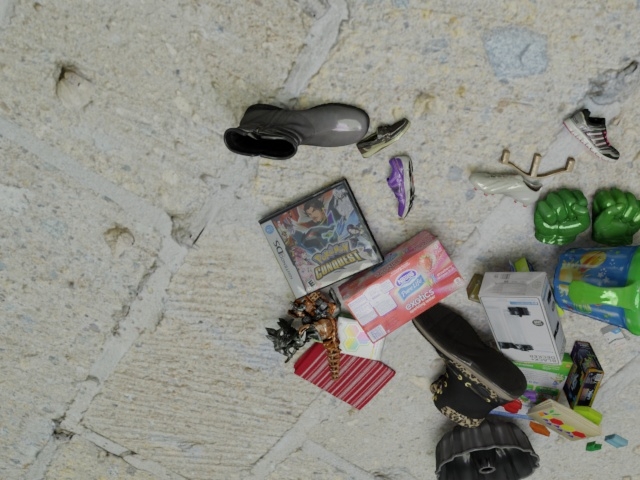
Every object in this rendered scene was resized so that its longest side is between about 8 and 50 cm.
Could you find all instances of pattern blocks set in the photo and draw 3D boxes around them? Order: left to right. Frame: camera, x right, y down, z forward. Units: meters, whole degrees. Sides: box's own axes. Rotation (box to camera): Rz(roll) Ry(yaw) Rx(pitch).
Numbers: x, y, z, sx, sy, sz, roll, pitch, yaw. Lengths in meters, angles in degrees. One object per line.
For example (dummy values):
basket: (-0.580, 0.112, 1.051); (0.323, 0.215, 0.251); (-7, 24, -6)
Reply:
pattern blocks set: (0.718, 0.533, 1.801); (0.325, 0.026, 0.285); (34, 149, -10)

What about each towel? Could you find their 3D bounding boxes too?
towel: (0.074, 0.414, 1.932); (0.275, 0.031, 0.199); (33, 114, -14)

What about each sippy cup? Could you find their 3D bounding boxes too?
sippy cup: (0.736, 0.112, 1.562); (0.224, 0.240, 0.305); (7, 154, 41)

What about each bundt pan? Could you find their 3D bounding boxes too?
bundt pan: (0.520, 0.679, 1.945); (0.331, 0.124, 0.330); (-2, 135, -2)

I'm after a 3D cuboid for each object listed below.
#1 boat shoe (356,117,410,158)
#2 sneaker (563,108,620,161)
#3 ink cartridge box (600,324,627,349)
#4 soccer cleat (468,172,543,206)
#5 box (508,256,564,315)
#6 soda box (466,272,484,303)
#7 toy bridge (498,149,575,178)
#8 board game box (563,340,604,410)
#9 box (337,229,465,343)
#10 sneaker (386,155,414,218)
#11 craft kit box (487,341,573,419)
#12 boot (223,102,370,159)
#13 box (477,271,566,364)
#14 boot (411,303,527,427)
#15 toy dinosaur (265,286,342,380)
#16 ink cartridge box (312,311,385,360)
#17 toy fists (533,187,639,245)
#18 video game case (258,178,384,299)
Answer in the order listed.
boat shoe: (0.159, -0.267, 1.549); (0.152, 0.056, 0.049); (-34, 115, 21)
sneaker: (0.686, -0.262, 1.498); (0.170, 0.063, 0.075); (37, 121, -8)
ink cartridge box: (0.871, 0.289, 1.791); (0.048, 0.028, 0.083); (-32, 111, 20)
soccer cleat: (0.480, -0.148, 1.575); (0.196, 0.068, 0.076); (16, 131, -12)
box: (0.599, 0.126, 1.685); (0.042, 0.109, 0.178); (-39, 109, 25)
soda box: (0.516, 0.159, 1.740); (0.181, 0.058, 0.061); (18, 118, -5)
toy bridge: (0.554, -0.193, 1.569); (0.188, 0.026, 0.063); (7, 119, 2)
board game box: (0.774, 0.409, 1.800); (0.048, 0.141, 0.170); (6, 118, 1)
box: (0.214, 0.121, 1.652); (0.300, 0.142, 0.154); (-34, 104, 3)
sneaker: (0.212, -0.143, 1.617); (0.071, 0.068, 0.169); (2, 110, 21)
craft kit box: (0.617, 0.441, 1.883); (0.250, 0.061, 0.246); (9, 121, 0)
boot: (-0.050, -0.252, 1.482); (0.338, 0.222, 0.118); (-1, 117, 6)
box: (0.553, 0.214, 1.649); (0.169, 0.087, 0.290); (-2, 134, 33)
boot: (0.392, 0.378, 1.804); (0.377, 0.138, 0.284); (37, 141, 16)
toy dinosaur: (-0.029, 0.250, 1.761); (0.219, 0.321, 0.164); (-24, 157, 13)
ink cartridge box: (0.089, 0.282, 1.824); (0.209, 0.062, 0.108); (13, 97, -1)
toy fists: (0.702, -0.062, 1.586); (0.279, 0.096, 0.142); (1, 117, 6)
video game case: (0.000, 0.000, 1.668); (0.275, 0.035, 0.248); (-25, 92, 15)
